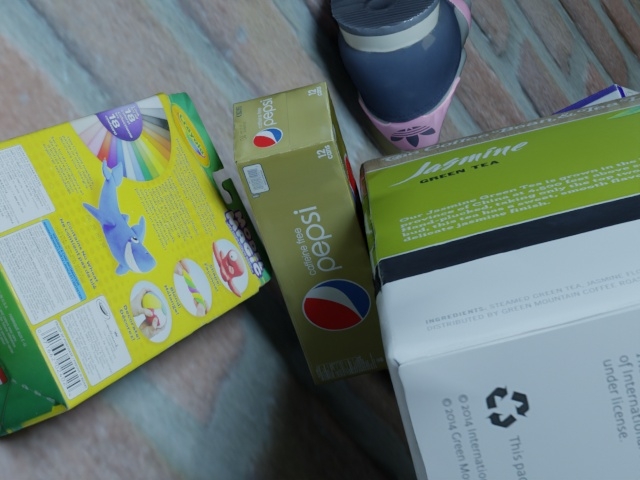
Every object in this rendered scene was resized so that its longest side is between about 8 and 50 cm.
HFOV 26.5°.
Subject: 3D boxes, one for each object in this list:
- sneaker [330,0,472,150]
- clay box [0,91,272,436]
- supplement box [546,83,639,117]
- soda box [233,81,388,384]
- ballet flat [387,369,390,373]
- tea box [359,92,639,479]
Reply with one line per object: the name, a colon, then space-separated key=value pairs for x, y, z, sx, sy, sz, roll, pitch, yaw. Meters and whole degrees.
sneaker: x=0.075 y=-0.189 z=1.139 sx=0.319 sy=0.112 sz=0.131 roll=-68 pitch=148 yaw=-55
clay box: x=-0.112 y=0.000 z=0.709 sx=0.127 sy=0.053 sz=0.222 roll=65 pitch=28 yaw=-3
supplement box: x=0.313 y=-0.078 z=1.391 sx=0.220 sy=0.111 sz=0.114 roll=-1 pitch=68 yaw=-58
soda box: x=0.000 y=0.000 z=0.809 sx=0.061 sy=0.058 sz=0.181 roll=-96 pitch=171 yaw=-51
ballet flat: x=0.128 y=0.098 z=1.008 sx=0.250 sy=0.058 sz=0.084 roll=32 pitch=41 yaw=-46
tea box: x=0.166 y=0.122 z=0.713 sx=0.323 sy=0.220 sz=0.329 roll=-89 pitch=165 yaw=-73
